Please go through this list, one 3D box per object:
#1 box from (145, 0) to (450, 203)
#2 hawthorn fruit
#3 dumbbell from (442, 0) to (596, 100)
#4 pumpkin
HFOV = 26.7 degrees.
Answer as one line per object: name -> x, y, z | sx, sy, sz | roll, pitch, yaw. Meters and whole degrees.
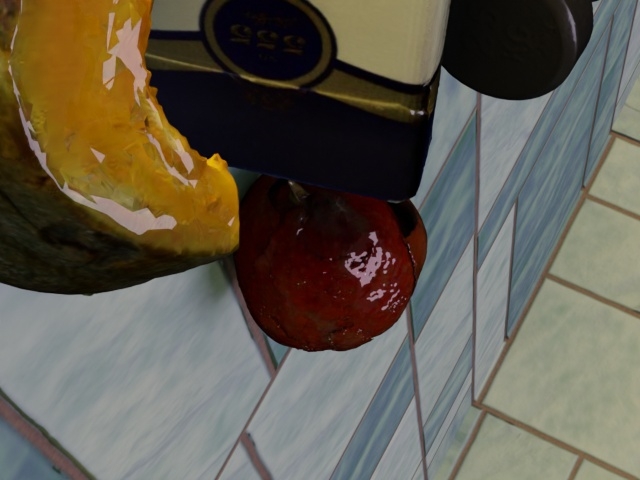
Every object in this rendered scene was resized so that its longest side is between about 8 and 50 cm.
box -> -0.017, -0.136, 0.659 | 0.259, 0.168, 0.071 | 93, 12, -50
hawthorn fruit -> 0.000, 0.000, 0.988 | 0.148, 0.148, 0.172 | -59, 145, -21
dumbbell -> 0.197, -0.247, 1.224 | 0.218, 0.152, 0.152 | -54, 161, -36
pumpkin -> -0.105, -0.099, 0.488 | 0.126, 0.131, 0.248 | -6, 97, -39
